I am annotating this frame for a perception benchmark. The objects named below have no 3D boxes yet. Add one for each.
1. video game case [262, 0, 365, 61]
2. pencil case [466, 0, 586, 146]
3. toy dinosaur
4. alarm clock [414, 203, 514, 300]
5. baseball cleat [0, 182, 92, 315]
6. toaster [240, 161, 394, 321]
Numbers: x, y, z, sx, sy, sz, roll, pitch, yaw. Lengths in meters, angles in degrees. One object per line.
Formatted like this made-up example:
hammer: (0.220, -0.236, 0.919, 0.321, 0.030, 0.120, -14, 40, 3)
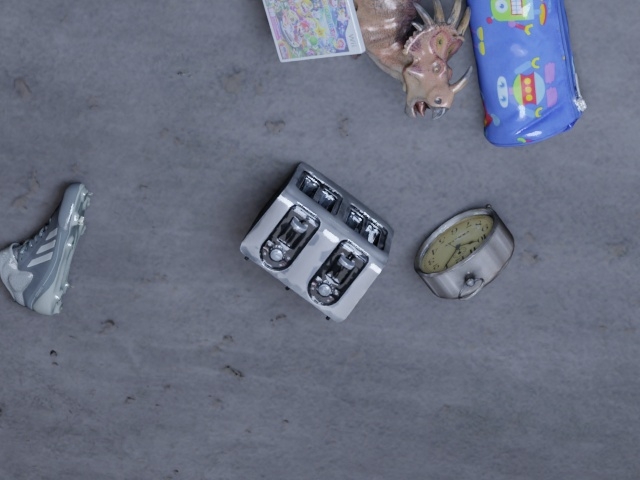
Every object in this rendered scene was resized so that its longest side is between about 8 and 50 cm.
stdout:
video game case: (-0.009, -0.257, 1.486, 0.122, 0.011, 0.087, 0, 115, 37)
pencil case: (0.246, -0.263, 1.541, 0.133, 0.119, 0.306, -2, 115, 23)
toy dinosaur: (0.082, -0.298, 1.494, 0.200, 0.127, 0.295, 0, 113, 34)
alarm clock: (0.189, 0.029, 1.636, 0.129, 0.192, 0.064, -32, 110, 17)
baseball cleat: (-0.381, 0.007, 1.722, 0.109, 0.072, 0.205, 19, 110, 2)
toaster: (0.000, 0.000, 1.651, 0.168, 0.185, 0.110, 37, 108, -5)
